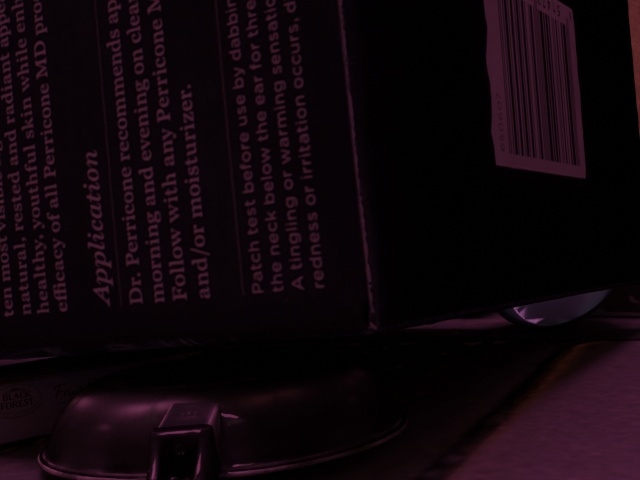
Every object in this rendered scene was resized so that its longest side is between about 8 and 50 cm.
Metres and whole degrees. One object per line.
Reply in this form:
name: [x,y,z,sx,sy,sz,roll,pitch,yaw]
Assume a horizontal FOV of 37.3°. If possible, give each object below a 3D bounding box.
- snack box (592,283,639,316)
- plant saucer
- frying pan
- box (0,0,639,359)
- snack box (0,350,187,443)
snack box: [0.357,0.028,0.872,0.321,0.060,0.187,-2,5,43]
plant saucer: [0.208,0.036,0.834,0.119,0.021,0.119,-22,38,18]
frying pan: [-0.079,0.095,0.453,0.197,0.053,0.326,-5,-1,25]
box: [-0.058,-0.080,0.704,0.471,0.298,0.480,-5,-2,33]
snack box: [-0.168,0.097,0.608,0.141,0.037,0.100,-6,0,-38]
